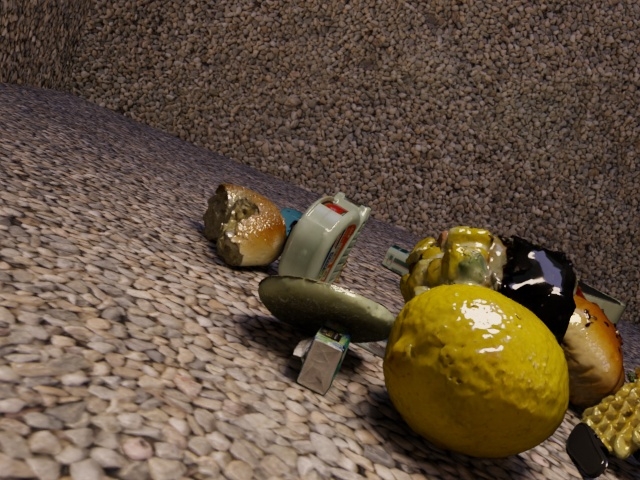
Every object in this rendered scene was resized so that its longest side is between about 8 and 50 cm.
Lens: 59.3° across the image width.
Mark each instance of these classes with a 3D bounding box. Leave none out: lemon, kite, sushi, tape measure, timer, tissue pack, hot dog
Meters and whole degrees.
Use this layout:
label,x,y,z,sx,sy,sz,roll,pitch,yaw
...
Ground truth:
label,x,y,z,sx,sy,sz,roll,pitch,yaw
lemon,0.246,0.205,0.891,0.321,0.268,0.268,23,9,-28
kite,0.135,0.206,1.306,0.169,0.015,0.310,26,12,21
sushi,0.314,0.130,1.147,0.285,0.328,0.329,22,4,-4
tape measure,0.001,0.000,1.409,0.125,0.243,0.246,30,13,20
timer,-0.055,0.004,1.821,0.231,0.091,0.250,24,22,4
tissue pack,-0.001,0.187,0.935,0.079,0.085,0.111,23,12,8
hot dog,0.615,0.220,1.394,0.367,0.196,0.365,25,42,-63

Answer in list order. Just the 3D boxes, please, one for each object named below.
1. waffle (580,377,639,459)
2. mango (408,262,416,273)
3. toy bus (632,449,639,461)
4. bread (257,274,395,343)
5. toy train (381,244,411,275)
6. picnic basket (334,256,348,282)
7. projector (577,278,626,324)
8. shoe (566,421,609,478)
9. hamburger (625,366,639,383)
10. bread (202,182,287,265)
label,x,y,z,sx,sy,sz,roll,pitch,yaw
waffle,0.637,0.339,1.123,0.056,0.250,0.261,53,11,5
mango,0.388,0.147,1.738,0.201,0.153,0.287,12,14,-32
toy bus,0.790,0.451,1.141,0.271,0.133,0.165,19,16,-29
bread,0.008,0.133,1.026,0.267,0.040,0.267,14,-23,6
toy train,0.418,0.140,2.010,0.407,0.088,0.086,28,12,23
picnic basket,-0.011,0.047,1.606,0.164,0.079,0.115,19,13,-16
projector,0.728,0.241,1.724,0.248,0.249,0.248,17,12,-22
shoe,0.498,0.394,1.028,0.053,0.062,0.159,37,12,5
hamburger,0.984,0.449,1.643,0.189,0.093,0.164,27,14,31
bread,-0.176,-0.034,1.431,0.192,0.171,0.314,14,14,-24
